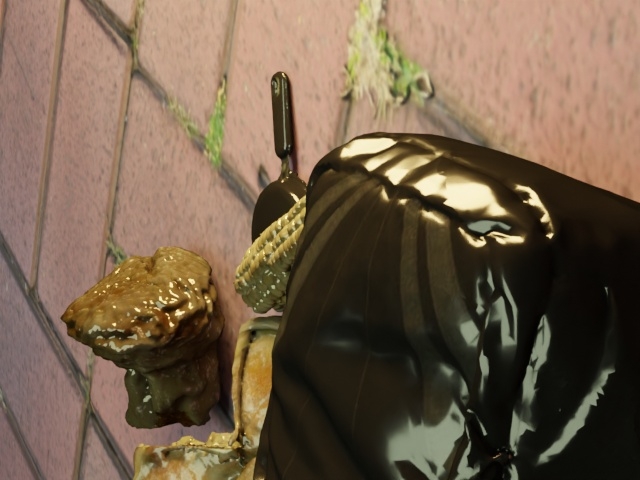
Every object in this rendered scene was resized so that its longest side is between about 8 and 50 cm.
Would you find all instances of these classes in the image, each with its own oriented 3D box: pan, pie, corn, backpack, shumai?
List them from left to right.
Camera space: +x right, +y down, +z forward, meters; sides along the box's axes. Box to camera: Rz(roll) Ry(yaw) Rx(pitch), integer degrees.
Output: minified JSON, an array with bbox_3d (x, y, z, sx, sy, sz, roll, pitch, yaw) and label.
[{"bbox_3d":[-0.170,0.111,1.659,0.176,0.166,0.206,66,172,-22],"label":"shumai"},{"bbox_3d":[-0.043,0.235,1.366,0.337,0.075,0.338,-13,70,39],"label":"pie"},{"bbox_3d":[-0.035,-0.043,1.469,0.136,0.028,0.235,-12,84,61],"label":"pan"},{"bbox_3d":[0.000,0.000,1.340,0.211,0.087,0.087,-31,67,55],"label":"corn"},{"bbox_3d":[0.100,0.167,1.020,0.363,0.254,0.446,28,105,57],"label":"backpack"}]
